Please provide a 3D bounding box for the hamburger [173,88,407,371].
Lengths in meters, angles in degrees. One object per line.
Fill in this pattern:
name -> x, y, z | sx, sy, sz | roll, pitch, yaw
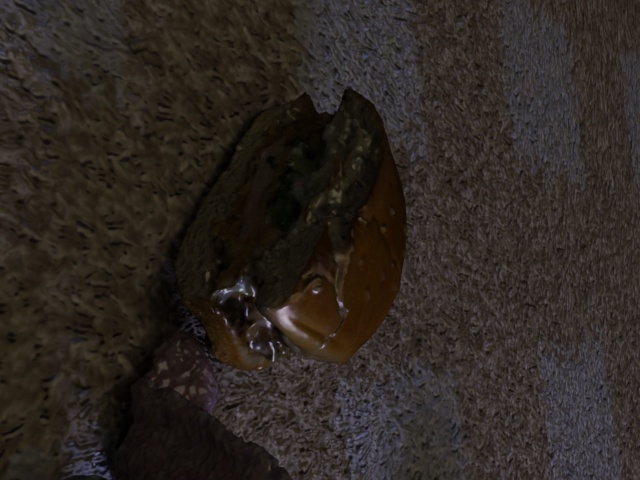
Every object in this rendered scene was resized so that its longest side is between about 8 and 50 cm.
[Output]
hamburger -> 0.000, 0.000, 0.958 | 0.157, 0.143, 0.283 | 61, 34, -32

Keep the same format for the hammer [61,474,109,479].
hammer -> -0.143, 0.309, 0.694 | 0.202, 0.113, 0.306 | -37, 119, -52

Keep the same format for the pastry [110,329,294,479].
pastry -> -0.066, 0.166, 0.779 | 0.112, 0.265, 0.103 | -40, 125, -8
